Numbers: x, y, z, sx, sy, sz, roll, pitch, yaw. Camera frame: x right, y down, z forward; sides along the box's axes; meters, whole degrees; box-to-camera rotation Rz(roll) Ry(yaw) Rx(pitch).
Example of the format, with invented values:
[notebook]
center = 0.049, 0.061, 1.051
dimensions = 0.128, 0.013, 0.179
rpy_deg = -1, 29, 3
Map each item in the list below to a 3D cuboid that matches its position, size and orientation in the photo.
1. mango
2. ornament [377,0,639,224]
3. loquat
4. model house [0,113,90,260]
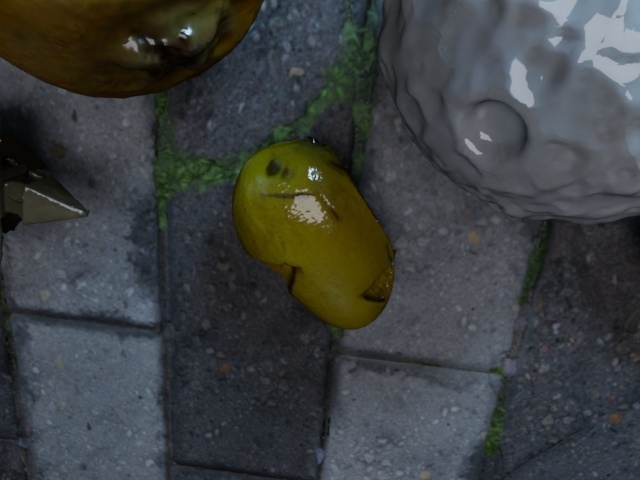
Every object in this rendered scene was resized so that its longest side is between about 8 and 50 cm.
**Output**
[mango]
center = 0.000, 0.000, 0.641
dimensions = 0.167, 0.130, 0.262
rpy_deg = -31, 110, 21
[ornament]
center = 0.208, -0.187, 0.430
dimensions = 0.336, 0.337, 0.337
rpy_deg = 2, 111, 5
[loquat]
center = -0.187, -0.292, 0.449
dimensions = 0.328, 0.328, 0.329
rpy_deg = 2, 111, 5
[model house]
center = -0.376, -0.068, 0.621
dimensions = 0.247, 0.176, 0.181
rpy_deg = 17, 112, 5
